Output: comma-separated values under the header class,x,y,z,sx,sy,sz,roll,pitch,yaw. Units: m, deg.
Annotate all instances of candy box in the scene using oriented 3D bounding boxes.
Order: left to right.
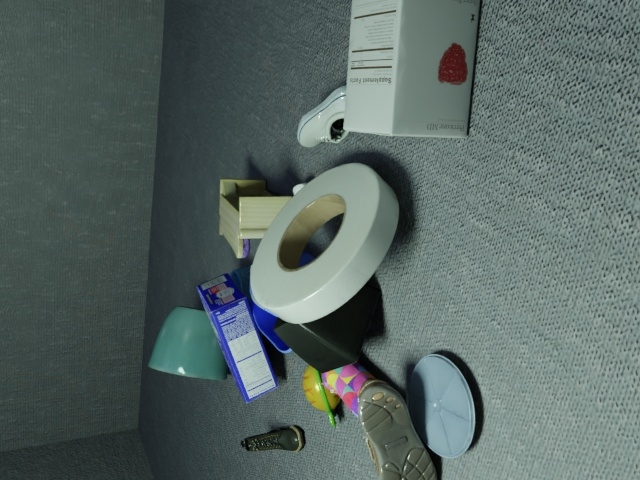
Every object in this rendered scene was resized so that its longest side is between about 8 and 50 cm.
class,x,y,z,sx,sy,sz,roll,pitch,yaw
candy box,-0.256,0.293,2.001,0.268,0.122,0.317,-145,36,-66

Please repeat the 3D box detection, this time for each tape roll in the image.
class,x,y,z,sx,sy,sz,roll,pitch,yaw
tape roll,0.000,0.000,1.446,0.392,0.072,0.392,-33,35,27

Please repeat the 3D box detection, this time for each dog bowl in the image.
class,x,y,z,sx,sy,sz,roll,pitch,yaw
dog bowl,-0.277,0.208,2.229,0.166,0.074,0.297,67,147,33

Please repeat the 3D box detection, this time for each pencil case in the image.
class,x,y,z,sx,sy,sz,roll,pitch,yaw
pencil case,0.093,0.353,1.506,0.236,0.104,0.105,30,119,59

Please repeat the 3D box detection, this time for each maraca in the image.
class,x,y,z,sx,sy,sz,roll,pitch,yaw
maraca,0.011,0.391,1.672,0.127,0.099,0.186,-96,-10,-71

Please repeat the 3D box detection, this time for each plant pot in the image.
class,x,y,z,sx,sy,sz,roll,pitch,yaw
plant pot,-0.466,0.370,2.405,0.293,0.292,0.235,-3,74,63
plant pot,0.003,0.177,1.511,0.187,0.167,0.188,-36,28,58

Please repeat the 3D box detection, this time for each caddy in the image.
class,x,y,z,sx,sy,sz,roll,pitch,yaw
caddy,-0.094,0.157,1.760,0.341,0.179,0.242,31,120,58

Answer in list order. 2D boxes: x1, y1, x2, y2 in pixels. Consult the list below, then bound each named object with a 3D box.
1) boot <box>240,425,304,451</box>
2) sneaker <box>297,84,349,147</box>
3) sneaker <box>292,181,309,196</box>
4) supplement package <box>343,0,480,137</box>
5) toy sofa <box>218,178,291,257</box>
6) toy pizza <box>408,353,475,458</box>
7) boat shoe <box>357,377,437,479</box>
class,x,y,z,sx,sy,sz,roll,pitch,yaw
boot,-0.144,0.606,1.943,0.198,0.137,0.077,-35,62,58
sneaker,0.017,-0.280,1.594,0.258,0.094,0.091,-37,56,57
sneaker,-0.052,-0.109,1.798,0.152,0.053,0.061,120,133,-58
supplement package,0.167,-0.343,1.208,0.175,0.177,0.293,24,114,59
toy sofa,-0.198,-0.072,1.912,0.362,0.150,0.177,-145,55,-68
toy pizza,0.243,0.325,1.285,0.201,0.032,0.201,6,97,61
boat shoe,0.157,0.429,1.351,0.116,0.123,0.325,-121,16,-77
